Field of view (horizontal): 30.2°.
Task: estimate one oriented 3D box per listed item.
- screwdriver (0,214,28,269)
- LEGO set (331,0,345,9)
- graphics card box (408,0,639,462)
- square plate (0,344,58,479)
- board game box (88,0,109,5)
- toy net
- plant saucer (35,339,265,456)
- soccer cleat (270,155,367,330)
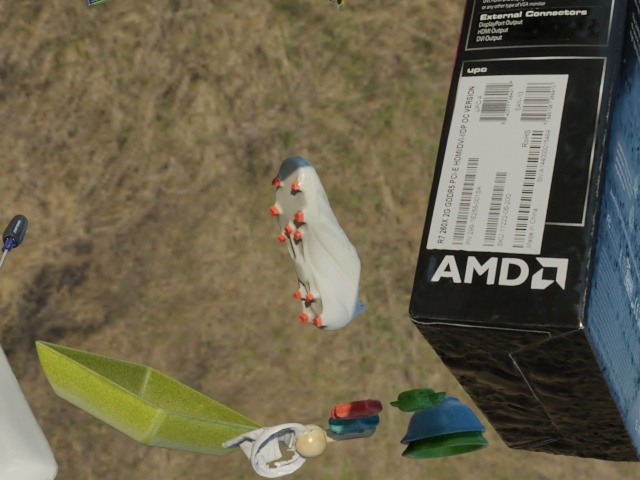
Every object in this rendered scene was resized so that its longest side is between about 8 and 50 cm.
[{"bbox_3d":[-0.357,0.017,1.329,0.025,0.024,0.170,51,19,-20],"label":"screwdriver"},{"bbox_3d":[-0.046,-0.409,1.365,0.255,0.192,0.331,43,20,-17],"label":"LEGO set"},{"bbox_3d":[0.153,-0.079,0.698,0.233,0.094,0.371,51,46,-58],"label":"graphics card box"},{"bbox_3d":[-0.383,0.251,1.023,0.049,0.347,0.344,41,-4,-29],"label":"square plate"},{"bbox_3d":[-0.072,-0.244,0.778,0.035,0.201,0.136,-123,-161,-77],"label":"board game box"},{"bbox_3d":[0.014,0.164,0.966,0.122,0.232,0.045,20,58,-60],"label":"toy net"},{"bbox_3d":[-0.175,0.168,1.205,0.188,0.188,0.045,25,87,-56],"label":"plant saucer"},{"bbox_3d":[0.000,0.000,1.248,0.076,0.068,0.196,-23,112,-31],"label":"soccer cleat"}]
